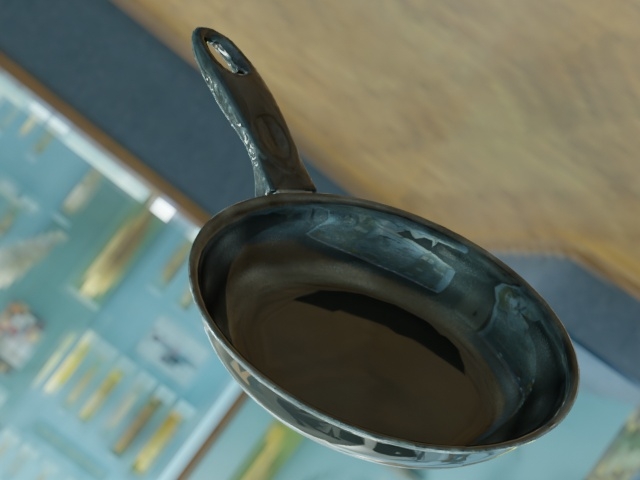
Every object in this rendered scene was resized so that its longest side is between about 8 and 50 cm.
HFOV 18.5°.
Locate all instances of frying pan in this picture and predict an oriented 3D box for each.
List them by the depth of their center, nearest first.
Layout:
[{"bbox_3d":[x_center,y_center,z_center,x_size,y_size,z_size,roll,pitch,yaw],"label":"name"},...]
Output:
[{"bbox_3d":[-0.017,0.008,0.974,0.326,0.053,0.197,38,-145,27],"label":"frying pan"}]
